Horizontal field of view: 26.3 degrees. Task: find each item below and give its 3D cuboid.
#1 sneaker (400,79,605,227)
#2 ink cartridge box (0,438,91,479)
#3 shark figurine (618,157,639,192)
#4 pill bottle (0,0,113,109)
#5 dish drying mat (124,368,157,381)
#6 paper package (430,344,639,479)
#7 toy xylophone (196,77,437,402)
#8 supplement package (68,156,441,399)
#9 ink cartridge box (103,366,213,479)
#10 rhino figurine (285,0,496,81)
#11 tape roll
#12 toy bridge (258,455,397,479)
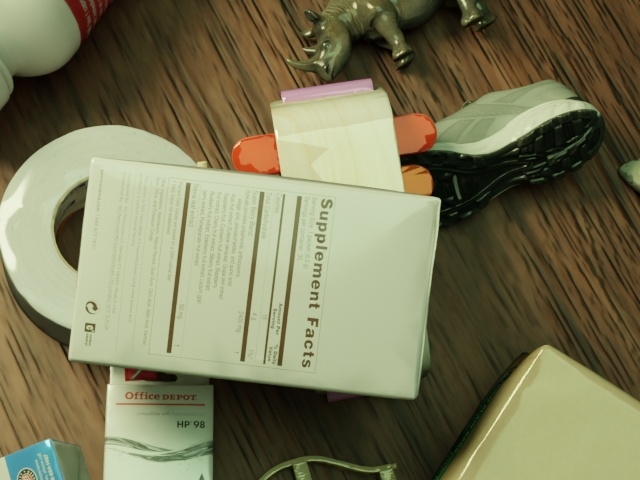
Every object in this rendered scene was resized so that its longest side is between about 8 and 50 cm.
[{"bbox_3d":[0.158,-0.096,1.448,0.272,0.100,0.108,-18,41,-7],"label":"sneaker"},{"bbox_3d":[-0.312,0.283,1.225,0.231,0.078,0.134,-22,74,6],"label":"ink cartridge box"},{"bbox_3d":[0.436,0.021,1.438,0.166,0.116,0.278,-22,63,20],"label":"shark figurine"},{"bbox_3d":[-0.296,-0.316,1.377,0.229,0.229,0.407,30,69,3],"label":"pill bottle"},{"bbox_3d":[-0.170,0.091,1.297,0.032,0.008,0.083,-1,92,-13],"label":"dish drying mat"},{"bbox_3d":[0.228,0.305,1.231,0.309,0.168,0.325,33,85,4],"label":"paper package"},{"bbox_3d":[0.000,0.000,1.337,0.236,0.081,0.322,-1,90,-2],"label":"toy xylophone"},{"bbox_3d":[-0.055,0.029,1.205,0.293,0.177,0.175,7,91,-2],"label":"supplement package"},{"bbox_3d":[-0.155,0.195,1.308,0.104,0.060,0.180,1,71,-7],"label":"ink cartridge box"},{"bbox_3d":[0.069,-0.240,1.487,0.243,0.073,0.106,-26,80,-14],"label":"rhino figurine"},{"bbox_3d":[-0.208,-0.002,1.364,0.219,0.072,0.219,3,70,-7],"label":"tape roll"},{"bbox_3d":[-0.014,0.243,1.330,0.188,0.026,0.063,-13,72,-13],"label":"toy bridge"}]
